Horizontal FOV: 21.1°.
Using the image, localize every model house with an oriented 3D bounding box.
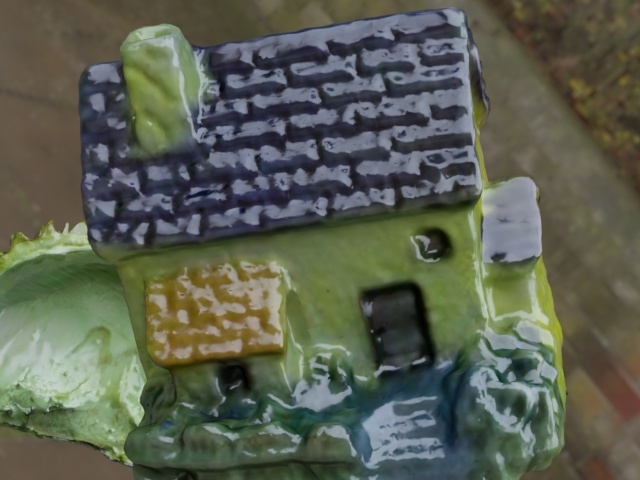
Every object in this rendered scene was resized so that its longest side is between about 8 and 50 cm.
[{"bbox_3d":[0.000,0.000,0.764,0.170,0.194,0.211,-69,148,-64],"label":"model house"}]

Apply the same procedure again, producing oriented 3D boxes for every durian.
[{"bbox_3d":[-0.198,0.101,1.644,0.394,0.163,0.198,20,51,15],"label":"durian"}]
